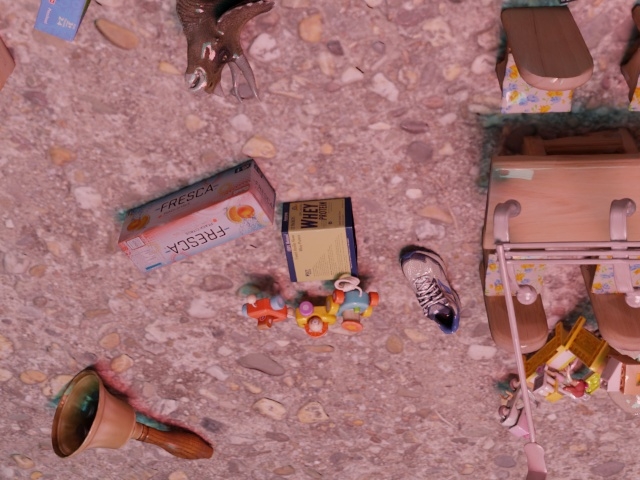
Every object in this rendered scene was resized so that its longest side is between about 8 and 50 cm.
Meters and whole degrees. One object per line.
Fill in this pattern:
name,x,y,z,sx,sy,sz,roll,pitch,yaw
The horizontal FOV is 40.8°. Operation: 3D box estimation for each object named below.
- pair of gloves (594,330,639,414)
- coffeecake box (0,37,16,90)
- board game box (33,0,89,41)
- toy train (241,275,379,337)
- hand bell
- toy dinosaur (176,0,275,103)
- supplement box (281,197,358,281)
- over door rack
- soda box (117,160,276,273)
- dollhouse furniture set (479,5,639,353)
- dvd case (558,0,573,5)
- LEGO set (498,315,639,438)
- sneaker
pair of gloves,0.508,0.167,1.178,0.240,0.042,0.204,-19,128,18
coffeecake box,-0.430,-0.200,0.863,0.185,0.068,0.142,-11,130,10
board game box,-0.178,-0.295,0.715,0.039,0.160,0.211,19,129,-16
toy train,-0.010,0.092,1.084,0.166,0.046,0.125,-15,155,28
hand bell,-0.259,0.286,1.279,0.242,0.126,0.126,27,128,-36
toy dinosaur,-0.077,-0.288,0.771,0.160,0.121,0.314,15,126,-27
supplement box,0.000,0.000,1.035,0.083,0.056,0.083,-5,131,5
over door rack,0.301,0.112,0.832,0.239,0.108,0.324,0,108,29
soda box,-0.145,-0.025,1.012,0.183,0.063,0.058,-20,128,18
dollhouse furniture set,0.372,-0.019,0.878,0.394,0.256,0.362,-1,131,2
dvd case,0.281,-0.279,0.816,0.119,0.013,0.087,-12,130,13
LEGO set,0.352,0.179,1.110,0.107,0.132,0.287,29,152,-10
sneaker,0.144,0.067,1.089,0.052,0.058,0.135,-25,125,21
